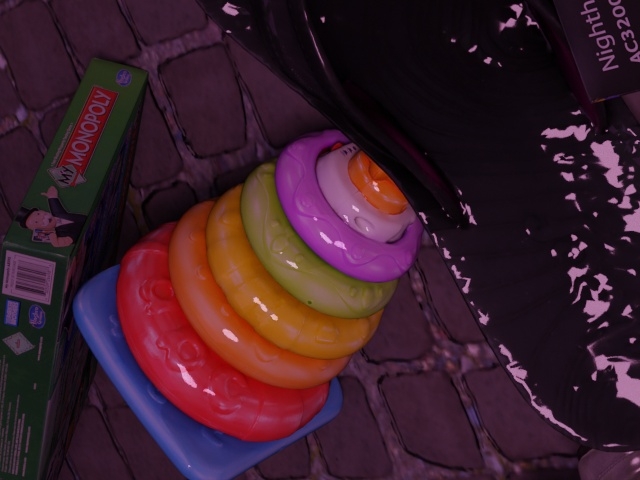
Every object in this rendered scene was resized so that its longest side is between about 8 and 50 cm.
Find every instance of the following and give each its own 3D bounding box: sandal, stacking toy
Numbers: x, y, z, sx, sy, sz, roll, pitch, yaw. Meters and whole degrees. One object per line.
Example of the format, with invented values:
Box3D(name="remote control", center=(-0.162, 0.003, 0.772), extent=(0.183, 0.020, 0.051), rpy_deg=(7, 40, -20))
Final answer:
Box3D(name="sandal", center=(0.069, -0.090, 0.738), extent=(0.446, 0.167, 0.107), rpy_deg=(51, -177, 1))
Box3D(name="stacking toy", center=(0.000, 0.000, 0.890), extent=(0.302, 0.175, 0.166), rpy_deg=(-44, 77, 36))

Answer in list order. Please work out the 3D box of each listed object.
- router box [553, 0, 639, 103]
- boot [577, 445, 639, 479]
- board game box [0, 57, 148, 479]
Box3D(name="router box", center=(0.177, -0.234, 0.615), extent=(0.243, 0.081, 0.309), rpy_deg=(-12, 103, 48))
Box3D(name="boot", center=(0.172, 0.233, 0.848), extent=(0.161, 0.083, 0.246), rpy_deg=(36, 103, 27))
Box3D(name="board game box", center=(-0.190, 0.057, 1.053), extent=(0.046, 0.213, 0.317), rpy_deg=(14, 129, -3))
